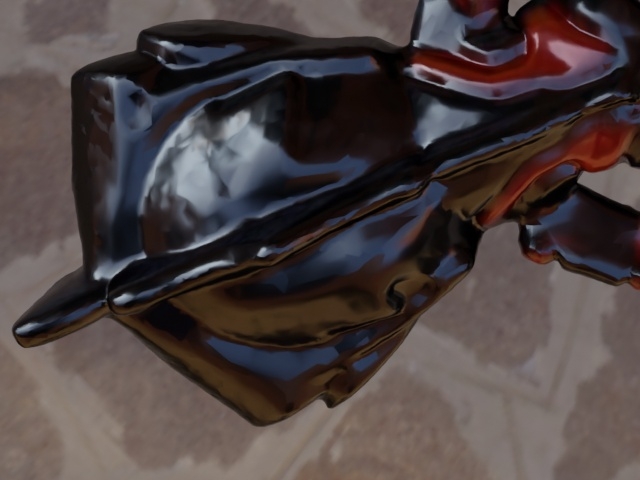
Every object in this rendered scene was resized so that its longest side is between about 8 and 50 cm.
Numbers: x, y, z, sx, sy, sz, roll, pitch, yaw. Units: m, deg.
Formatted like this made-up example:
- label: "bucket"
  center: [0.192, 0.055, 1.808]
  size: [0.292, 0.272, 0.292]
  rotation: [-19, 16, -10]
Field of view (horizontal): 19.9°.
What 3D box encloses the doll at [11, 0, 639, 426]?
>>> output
- label: "doll"
  center: [0.023, -0.022, 0.545]
  size: [0.248, 0.088, 0.127]
  rotation: [-27, 77, 11]
